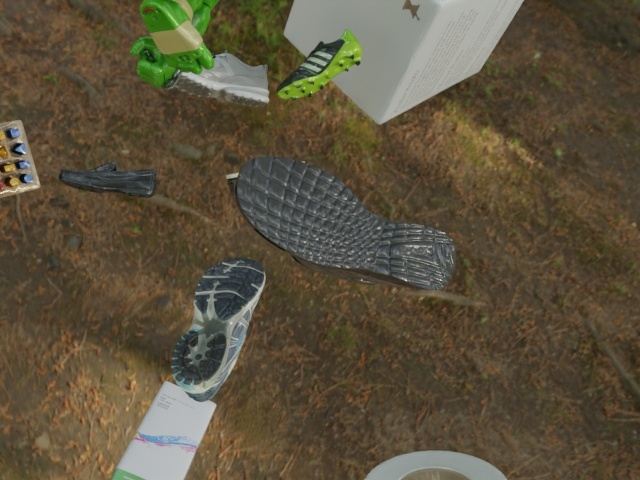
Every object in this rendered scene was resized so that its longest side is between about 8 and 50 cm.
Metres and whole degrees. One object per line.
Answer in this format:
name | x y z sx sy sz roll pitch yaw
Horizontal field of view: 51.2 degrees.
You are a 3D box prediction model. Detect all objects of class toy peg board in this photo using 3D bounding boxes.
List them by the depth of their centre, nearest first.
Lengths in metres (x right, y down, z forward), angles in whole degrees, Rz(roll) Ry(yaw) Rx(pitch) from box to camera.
toy peg board | -0.711 -0.174 1.473 0.161 0.079 0.161 -21 107 -35

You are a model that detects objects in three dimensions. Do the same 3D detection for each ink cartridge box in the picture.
ink cartridge box | -0.312 0.435 1.236 0.117 0.201 0.278 25 34 -3

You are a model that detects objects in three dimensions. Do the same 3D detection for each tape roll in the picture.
tape roll | 0.223 0.518 1.284 0.287 0.286 0.100 -9 101 -23

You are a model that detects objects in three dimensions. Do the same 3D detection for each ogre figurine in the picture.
ogre figurine | -0.082 -0.205 0.471 0.097 0.197 0.118 16 58 9

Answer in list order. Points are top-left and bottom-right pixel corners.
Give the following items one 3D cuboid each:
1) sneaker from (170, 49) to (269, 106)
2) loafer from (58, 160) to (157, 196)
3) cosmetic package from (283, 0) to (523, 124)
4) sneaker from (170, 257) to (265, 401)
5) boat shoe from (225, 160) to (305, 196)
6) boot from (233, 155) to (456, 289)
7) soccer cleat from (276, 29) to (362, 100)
sneaker | -0.257 -0.408 1.619 0.282 0.105 0.115 10 82 -28
loafer | -0.502 -0.150 1.587 0.224 0.076 0.078 6 85 -14
cosmetic package | 0.199 -0.529 1.464 0.394 0.329 0.327 -32 72 -35
sneaker | -0.180 0.155 1.189 0.110 0.122 0.282 16 53 12
boat shoe | -0.088 -0.104 1.105 0.133 0.049 0.041 -14 98 -1
boot | 0.000 0.000 0.944 0.338 0.223 0.118 27 75 -23
soccer cleat | -0.006 -0.324 1.244 0.179 0.060 0.072 -27 65 16
